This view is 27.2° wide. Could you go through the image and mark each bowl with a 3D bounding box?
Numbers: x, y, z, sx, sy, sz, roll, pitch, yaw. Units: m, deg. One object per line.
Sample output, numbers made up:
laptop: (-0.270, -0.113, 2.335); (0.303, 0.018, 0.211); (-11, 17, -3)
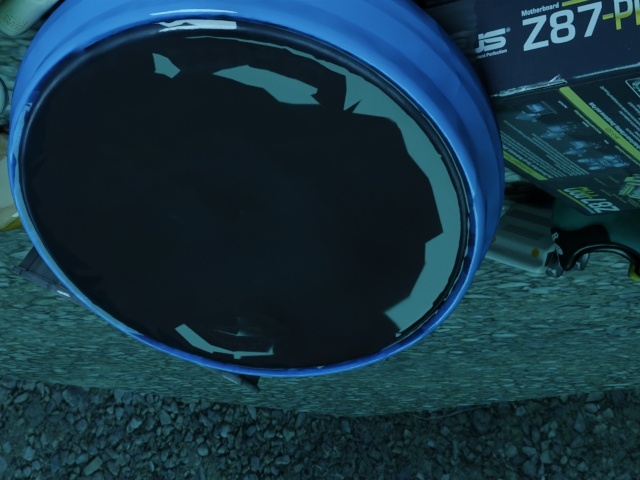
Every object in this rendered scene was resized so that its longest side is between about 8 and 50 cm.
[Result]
bowl: (-0.056, -0.041, 1.020); (0.391, 0.077, 0.391); (6, 132, 7)

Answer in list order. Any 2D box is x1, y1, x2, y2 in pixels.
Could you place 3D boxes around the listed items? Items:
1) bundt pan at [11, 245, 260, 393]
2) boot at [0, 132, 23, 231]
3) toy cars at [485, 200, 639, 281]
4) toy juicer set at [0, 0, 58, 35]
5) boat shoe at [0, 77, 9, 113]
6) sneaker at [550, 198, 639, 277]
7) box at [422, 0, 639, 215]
bundt pan: (-0.192, 0.059, 1.591); (0.330, 0.124, 0.331); (27, 172, 4)
boot: (-0.220, -0.053, 1.346); (0.295, 0.104, 0.211); (-18, 157, 41)
toy cars: (0.356, 0.000, 1.599); (0.393, 0.087, 0.176); (9, -168, -22)
toy juicer set: (-0.308, -0.162, 0.928); (0.328, 0.090, 0.209); (2, 166, -12)
boat shoe: (-0.295, -0.131, 1.057); (0.153, 0.056, 0.048); (18, -164, 35)
sneaker: (0.403, -0.003, 1.444); (0.302, 0.121, 0.108); (6, 170, 14)
box: (0.301, -0.119, 1.102); (0.318, 0.097, 0.395); (-11, 163, 30)
